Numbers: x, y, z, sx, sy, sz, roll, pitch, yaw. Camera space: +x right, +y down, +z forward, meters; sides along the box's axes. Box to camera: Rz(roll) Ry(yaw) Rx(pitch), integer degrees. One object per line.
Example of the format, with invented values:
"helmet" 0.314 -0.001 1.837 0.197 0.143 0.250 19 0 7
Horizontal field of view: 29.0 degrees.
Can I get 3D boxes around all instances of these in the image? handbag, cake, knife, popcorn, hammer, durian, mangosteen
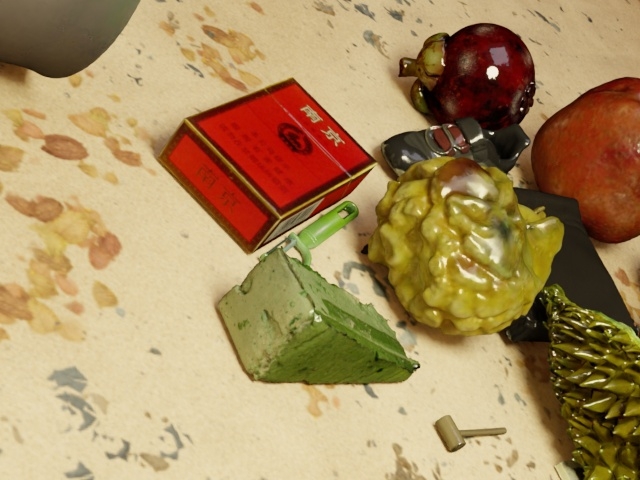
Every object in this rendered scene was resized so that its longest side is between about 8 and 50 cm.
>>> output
"handbag" 0.283 0.040 1.593 0.247 0.080 0.223 7 55 -43
"cake" 0.002 0.100 1.266 0.235 0.099 0.100 31 26 -55
"knife" 0.000 -0.001 1.397 0.054 0.015 0.212 45 32 5
"popcorn" 0.162 0.008 1.419 0.189 0.169 0.218 -5 64 -41
"hammer" 0.167 0.204 1.326 0.110 0.019 0.035 5 47 -46
"durian" 0.374 0.203 1.386 0.198 0.163 0.394 -5 54 -54
"mangosteen" 0.208 -0.229 1.760 0.200 0.200 0.200 27 35 -21

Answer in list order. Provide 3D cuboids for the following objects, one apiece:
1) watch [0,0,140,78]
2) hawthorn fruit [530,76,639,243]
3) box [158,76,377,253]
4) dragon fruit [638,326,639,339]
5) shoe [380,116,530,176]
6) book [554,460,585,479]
"watch" -0.305 -0.322 1.241 0.314 0.335 0.326 17 58 -41
"hawthorn fruit" 0.430 -0.127 1.771 0.224 0.261 0.224 21 42 -20
"box" -0.053 -0.091 1.398 0.153 0.074 0.240 42 32 10
"dragon fruit" 0.521 0.142 1.589 0.224 0.224 0.227 30 34 -17
"shoe" 0.183 -0.122 1.642 0.228 0.112 0.099 8 46 -44
"book" 0.352 0.304 1.401 0.182 0.014 0.127 9 44 -40
